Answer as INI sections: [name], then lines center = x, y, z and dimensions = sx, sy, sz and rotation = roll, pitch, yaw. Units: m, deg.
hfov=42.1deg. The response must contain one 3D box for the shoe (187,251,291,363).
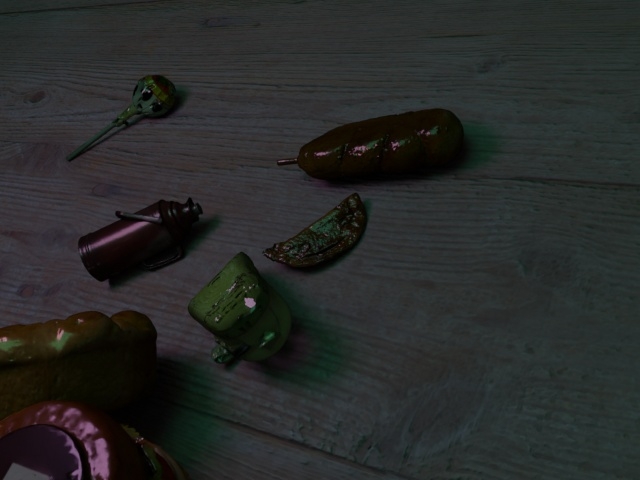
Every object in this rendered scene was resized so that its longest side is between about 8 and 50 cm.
[shoe]
center = -0.131, 0.112, 1.295
dimensions = 0.140, 0.128, 0.262
rotation = -33, 14, -11

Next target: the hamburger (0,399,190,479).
[hamburger]
center = -0.323, 0.389, 1.080
dimensions = 0.329, 0.250, 0.330
rotation = -17, 46, 19

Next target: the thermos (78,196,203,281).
[thermos]
center = -0.321, -0.008, 1.534
dimensions = 0.232, 0.099, 0.124
rotation = -23, 82, 9

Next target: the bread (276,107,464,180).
[bread]
center = 0.081, -0.154, 1.425
dimensions = 0.343, 0.084, 0.124
rotation = -8, 28, 26

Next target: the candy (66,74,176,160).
[candy]
center = -0.450, -0.261, 1.851
dimensions = 0.305, 0.083, 0.091
rotation = -35, 60, 12

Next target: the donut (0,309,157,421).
[donut]
center = -0.405, 0.199, 1.268
dimensions = 0.317, 0.299, 0.150
rotation = -16, 83, 33

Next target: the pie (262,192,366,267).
[pie]
center = 0.002, 0.000, 1.374
dimensions = 0.191, 0.033, 0.088
rotation = -32, 51, -5
